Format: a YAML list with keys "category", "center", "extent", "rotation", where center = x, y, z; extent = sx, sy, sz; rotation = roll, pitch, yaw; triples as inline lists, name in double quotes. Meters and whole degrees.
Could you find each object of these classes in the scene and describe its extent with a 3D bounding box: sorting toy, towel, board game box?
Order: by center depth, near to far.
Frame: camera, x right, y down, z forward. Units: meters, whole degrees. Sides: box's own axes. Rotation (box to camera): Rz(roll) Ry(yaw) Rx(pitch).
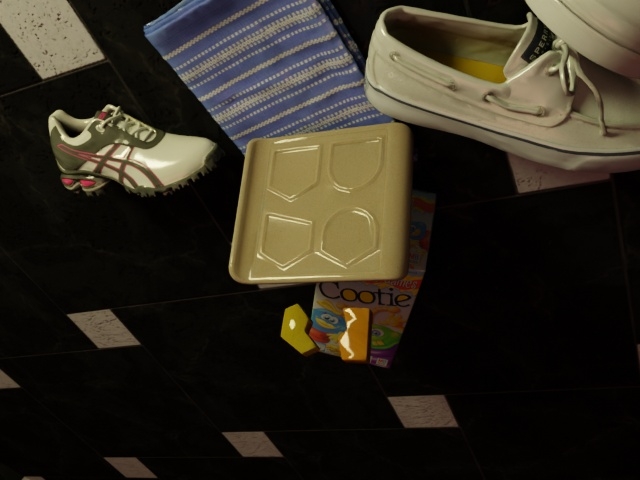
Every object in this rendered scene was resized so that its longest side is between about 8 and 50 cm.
- category: "sorting toy"
  center: [0.000, 0.000, 0.814]
  extent: [0.229, 0.307, 0.041]
  rotation: [-2, 158, 18]
- category: "towel"
  center: [-0.048, -0.193, 0.852]
  extent: [0.243, 0.040, 0.336]
  rotation: [-17, 127, 31]
- category: "board game box"
  center: [0.070, 0.055, 0.973]
  extent: [0.144, 0.142, 0.275]
  rotation: [12, 142, 4]

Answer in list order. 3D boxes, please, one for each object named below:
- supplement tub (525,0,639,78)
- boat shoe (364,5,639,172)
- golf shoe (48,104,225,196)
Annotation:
- category: "supplement tub"
  center: [0.314, -0.293, 0.532]
  extent: [0.191, 0.191, 0.272]
  rotation: [25, 136, -9]
- category: "boat shoe"
  center: [0.231, -0.190, 0.699]
  extent: [0.367, 0.136, 0.156]
  rotation: [17, 151, 10]
- category: "golf shoe"
  center: [-0.276, -0.133, 0.938]
  extent: [0.272, 0.105, 0.120]
  rotation: [-1, 127, 17]
